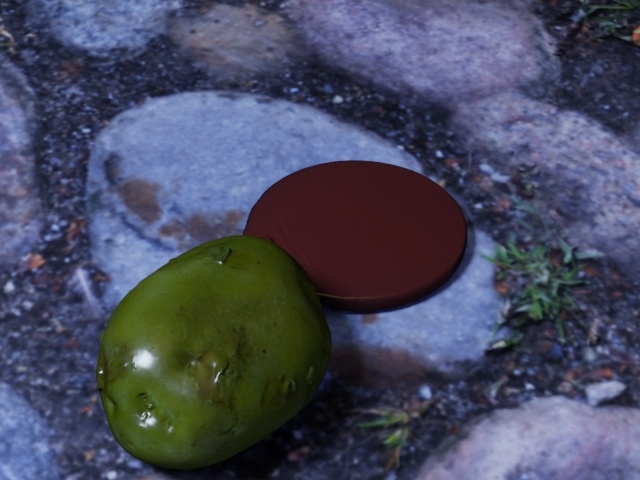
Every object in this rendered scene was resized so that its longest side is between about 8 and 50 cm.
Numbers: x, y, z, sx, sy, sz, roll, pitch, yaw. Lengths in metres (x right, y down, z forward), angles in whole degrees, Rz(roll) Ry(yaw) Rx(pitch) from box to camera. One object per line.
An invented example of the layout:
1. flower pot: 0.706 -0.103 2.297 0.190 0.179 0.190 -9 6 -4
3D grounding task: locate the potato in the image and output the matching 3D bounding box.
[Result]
1. potato: -0.091 0.094 1.490 0.186 0.148 0.253 15 45 14

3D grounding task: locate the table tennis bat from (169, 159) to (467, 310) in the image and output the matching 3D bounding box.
1. table tennis bat: 0.000 0.000 1.675 0.310 0.038 0.200 -15 47 -20
